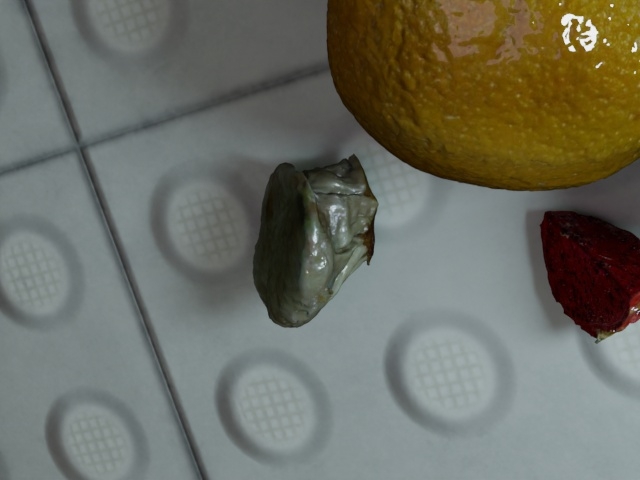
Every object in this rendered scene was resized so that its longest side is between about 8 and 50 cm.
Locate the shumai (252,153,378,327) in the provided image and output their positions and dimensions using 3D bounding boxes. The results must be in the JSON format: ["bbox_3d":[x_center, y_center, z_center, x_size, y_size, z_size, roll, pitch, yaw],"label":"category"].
[{"bbox_3d":[0.000,0.000,1.620,0.120,0.201,0.201,1,113,-20],"label":"shumai"}]

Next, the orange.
[{"bbox_3d":[0.188,-0.198,1.350,0.357,0.322,0.322,14,112,7],"label":"orange"}]

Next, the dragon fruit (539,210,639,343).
[{"bbox_3d":[0.300,0.041,1.517,0.162,0.083,0.106,45,144,42],"label":"dragon fruit"}]
